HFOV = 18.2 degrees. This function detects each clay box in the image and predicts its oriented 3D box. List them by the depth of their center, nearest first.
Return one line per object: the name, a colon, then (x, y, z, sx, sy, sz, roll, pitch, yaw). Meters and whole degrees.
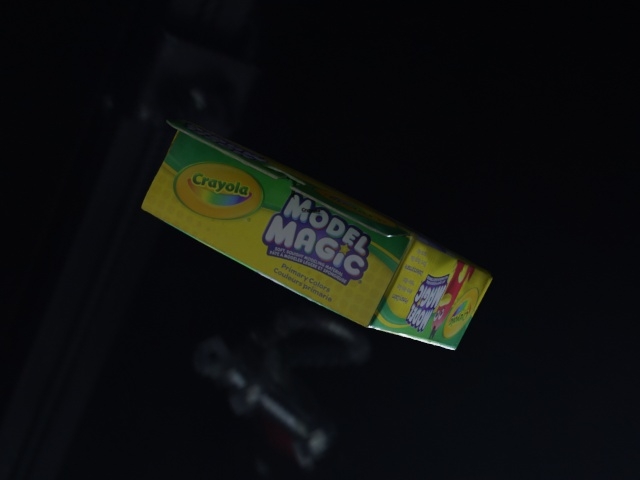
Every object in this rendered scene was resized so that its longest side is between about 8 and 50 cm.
clay box: (0.000, 0.000, 0.989, 0.127, 0.222, 0.053, 27, -87, 18)
